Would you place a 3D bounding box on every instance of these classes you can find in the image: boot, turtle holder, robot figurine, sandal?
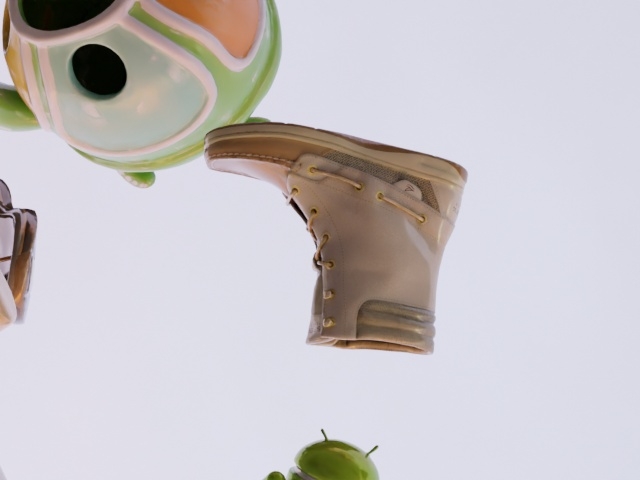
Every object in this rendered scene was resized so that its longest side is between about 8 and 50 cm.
[{"bbox_3d":[0.000,0.000,1.149,0.213,0.077,0.165,11,-99,-1],"label":"boot"},{"bbox_3d":[-0.207,-0.201,1.391,0.320,0.227,0.243,11,-102,26],"label":"turtle holder"},{"bbox_3d":[0.002,0.194,1.040,0.101,0.067,0.115,19,-86,-16],"label":"robot figurine"},{"bbox_3d":[-0.212,0.004,0.918,0.180,0.049,0.072,-141,-124,-61],"label":"sandal"}]

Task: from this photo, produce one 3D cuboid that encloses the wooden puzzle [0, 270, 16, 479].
[{"bbox_3d":[-0.233,-0.068,0.595,0.080,0.348,0.322,-31,-123,-5],"label":"wooden puzzle"}]
